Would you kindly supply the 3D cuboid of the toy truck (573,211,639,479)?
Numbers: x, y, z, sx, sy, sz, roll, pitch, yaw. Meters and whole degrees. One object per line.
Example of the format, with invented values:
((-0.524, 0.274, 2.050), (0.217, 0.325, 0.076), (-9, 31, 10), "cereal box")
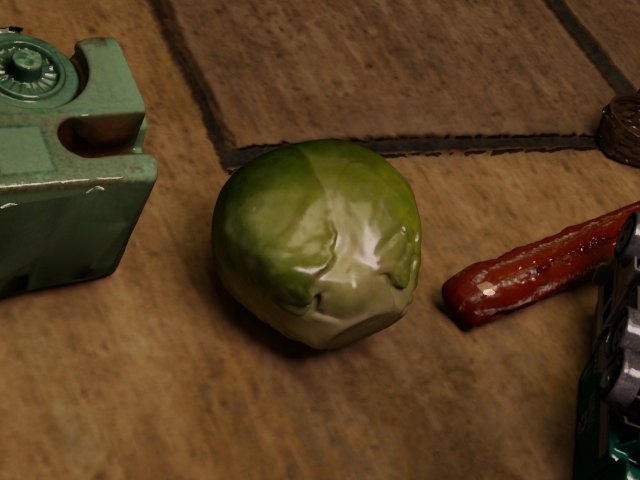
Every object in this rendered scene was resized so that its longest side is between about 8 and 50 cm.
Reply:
((0.233, 0.096, 0.911), (0.114, 0.124, 0.253), (21, 38, -3), "toy truck")

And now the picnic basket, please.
((0.287, -0.114, 1.193), (0.072, 0.083, 0.072), (14, 42, -13), "picnic basket")

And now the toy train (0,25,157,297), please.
((-0.259, -0.042, 0.827), (0.326, 0.129, 0.159), (-6, 54, -31), "toy train")

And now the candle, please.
((0.221, 0.006, 1.062), (0.329, 0.048, 0.051), (-19, 42, -38), "candle")

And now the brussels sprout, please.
((0.001, 0.001, 0.909), (0.155, 0.117, 0.155), (4, 63, -8), "brussels sprout")
